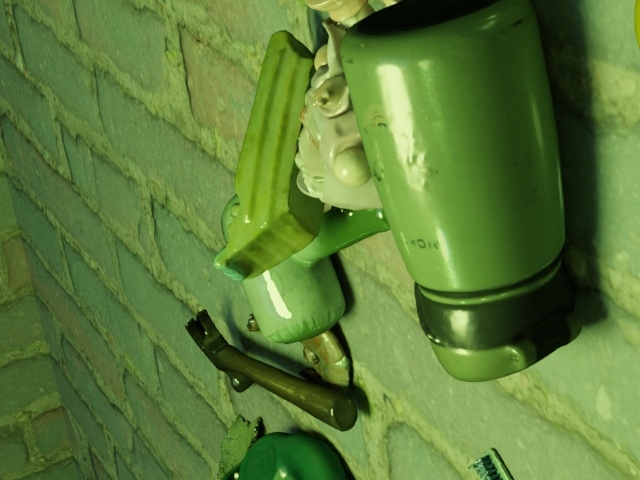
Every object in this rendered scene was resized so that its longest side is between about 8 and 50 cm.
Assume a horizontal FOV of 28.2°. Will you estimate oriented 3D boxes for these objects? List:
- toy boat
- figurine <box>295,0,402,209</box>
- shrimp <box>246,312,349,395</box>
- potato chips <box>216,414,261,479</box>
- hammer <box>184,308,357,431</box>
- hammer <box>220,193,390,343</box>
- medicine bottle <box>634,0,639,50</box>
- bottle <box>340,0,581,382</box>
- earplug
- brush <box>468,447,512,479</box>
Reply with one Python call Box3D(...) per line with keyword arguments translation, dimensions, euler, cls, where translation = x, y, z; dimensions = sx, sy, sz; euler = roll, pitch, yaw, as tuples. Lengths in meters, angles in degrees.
Box3D(translation=(-0.036, -0.087, 1.383), dimensions=(0.084, 0.276, 0.111), euler=(7, 164, 28), cls="toy boat")
Box3D(translation=(0.045, -0.139, 1.244), dimensions=(0.276, 0.133, 0.200), euler=(95, 169, -46), cls="figurine")
Box3D(translation=(-0.033, 0.146, 1.750), dimensions=(0.251, 0.052, 0.144), euler=(13, 127, 64), cls="shrimp")
Box3D(translation=(-0.128, 0.378, 2.137), dimensions=(0.228, 0.059, 0.167), euler=(156, 100, -72), cls="potato chips")
Box3D(translation=(-0.068, 0.195, 1.817), dimensions=(0.168, 0.044, 0.440), euler=(53, 162, -24), cls="hammer")
Box3D(translation=(0.000, 0.000, 1.504), dimensions=(0.335, 0.119, 0.206), euler=(-29, 84, 60), cls="hammer")
Box3D(translation=(0.304, -0.138, 0.748), dimensions=(0.309, 0.076, 0.111), euler=(10, 120, 64), cls="medicine bottle")
Box3D(translation=(0.131, -0.037, 1.106), dimensions=(0.168, 0.168, 0.347), euler=(26, 135, 58), cls="bottle")
Box3D(translation=(-0.041, 0.394, 1.891), dimensions=(0.257, 0.164, 0.280), euler=(12, 141, 21), cls="earplug")
Box3D(translation=(0.216, 0.304, 1.361), dimensions=(0.178, 0.030, 0.033), euler=(59, 145, 23), cls="brush")
